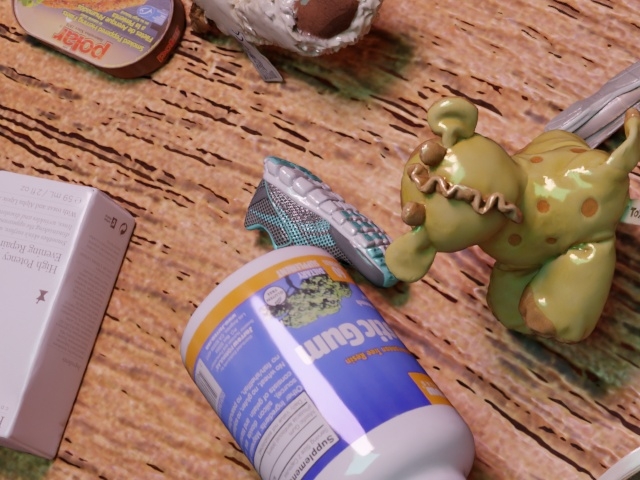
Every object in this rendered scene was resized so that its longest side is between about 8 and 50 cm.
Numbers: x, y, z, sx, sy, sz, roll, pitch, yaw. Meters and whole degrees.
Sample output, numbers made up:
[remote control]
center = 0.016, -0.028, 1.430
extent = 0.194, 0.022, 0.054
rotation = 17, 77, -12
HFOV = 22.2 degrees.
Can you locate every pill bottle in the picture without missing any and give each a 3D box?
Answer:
[pill bottle]
center = 0.022, 0.146, 1.247
extent = 0.152, 0.152, 0.272
rotation = -42, 61, 4

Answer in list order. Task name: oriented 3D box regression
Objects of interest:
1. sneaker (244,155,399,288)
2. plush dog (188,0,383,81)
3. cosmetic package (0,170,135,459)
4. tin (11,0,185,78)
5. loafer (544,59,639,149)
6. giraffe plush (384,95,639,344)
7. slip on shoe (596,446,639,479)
[sneaker]
center = 0.000, 0.000, 1.373
extent = 0.166, 0.065, 0.076
rotation = 40, 106, 33
[plush dog]
center = -0.027, -0.290, 1.442
extent = 0.262, 0.210, 0.225
rotation = 42, 75, 2
[cosmetic package]
center = -0.262, 0.064, 1.440
extent = 0.117, 0.085, 0.231
rotation = 10, 74, 26
[tin]
center = -0.212, -0.219, 1.551
extent = 0.190, 0.040, 0.106
rotation = 27, 79, 29
[loafer]
center = 0.242, -0.108, 1.317
extent = 0.125, 0.039, 0.045
rotation = -32, 19, 9
[giraffe plush]
center = 0.130, -0.023, 1.206
extent = 0.170, 0.210, 0.181
rotation = 10, 73, -18
[slip on shoe]
center = 0.234, 0.143, 1.049
extent = 0.135, 0.051, 0.041
rotation = -32, 72, 5
